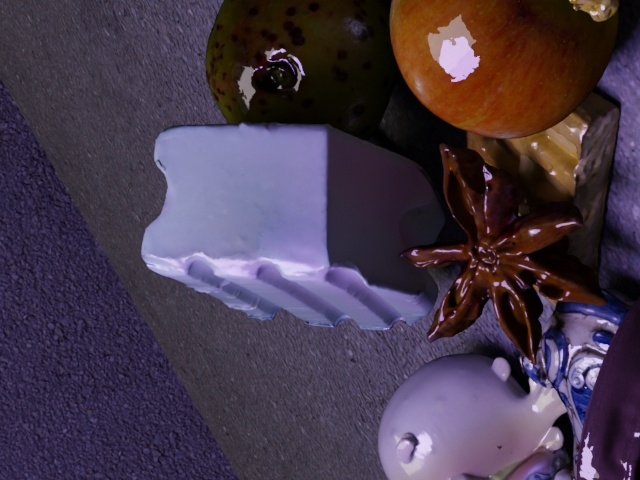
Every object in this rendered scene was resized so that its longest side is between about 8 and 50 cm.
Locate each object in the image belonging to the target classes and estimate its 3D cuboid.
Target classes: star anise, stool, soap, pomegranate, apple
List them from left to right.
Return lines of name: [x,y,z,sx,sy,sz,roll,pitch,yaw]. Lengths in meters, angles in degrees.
pomegranate: [-0.025,-0.222,1.482,0.286,0.230,0.231,-105,-1,-57]
soap: [0.000,0.000,1.453,0.446,0.261,0.156,42,-129,-73]
apple: [0.159,-0.188,1.119,0.196,0.196,0.196,47,156,29]
star anise: [0.182,0.013,1.276,0.196,0.111,0.213,4,93,43]
stool: [0.351,0.168,1.102,0.178,0.272,0.272,15,134,39]

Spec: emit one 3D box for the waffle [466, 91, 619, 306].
waffle: [0.214,-0.070,1.325,0.168,0.057,0.274,44,154,36]

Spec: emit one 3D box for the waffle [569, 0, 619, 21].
waffle: [0.190,-0.268,1.015,0.194,0.149,0.051,54,-170,4]

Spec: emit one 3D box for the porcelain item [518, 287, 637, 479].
porcelain item: [0.325,0.179,1.331,0.186,0.138,0.288,6,120,51]

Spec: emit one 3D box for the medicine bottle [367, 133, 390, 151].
medicine bottle: [0.010,-0.152,1.675,0.221,0.061,0.092,50,176,25]

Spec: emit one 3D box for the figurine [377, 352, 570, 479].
figurine: [0.258,0.282,1.576,0.394,0.226,0.275,43,126,22]
